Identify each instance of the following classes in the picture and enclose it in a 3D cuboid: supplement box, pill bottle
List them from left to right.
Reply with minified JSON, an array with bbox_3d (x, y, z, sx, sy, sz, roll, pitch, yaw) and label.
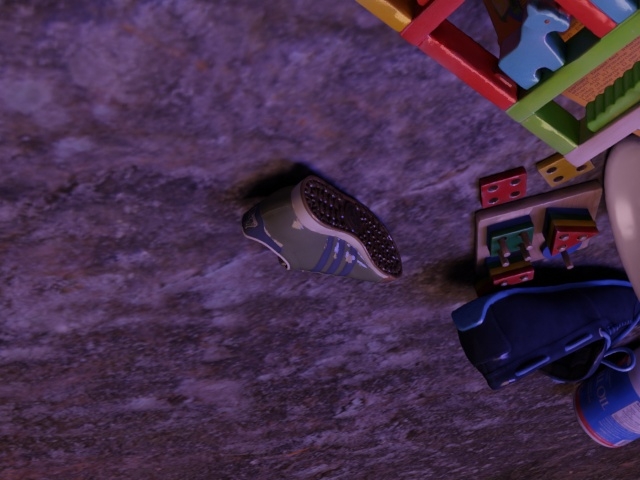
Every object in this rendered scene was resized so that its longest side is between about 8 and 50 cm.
[{"bbox_3d":[0.219,-0.144,0.644,0.233,0.078,0.080,12,141,-40],"label":"supplement box"},{"bbox_3d":[0.522,0.239,1.399,0.124,0.124,0.221,3,146,-28],"label":"pill bottle"}]

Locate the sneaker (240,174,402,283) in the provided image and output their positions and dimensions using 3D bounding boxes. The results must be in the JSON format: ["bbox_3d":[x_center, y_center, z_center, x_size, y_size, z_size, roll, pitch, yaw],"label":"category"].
[{"bbox_3d":[0.000,0.000,0.823,0.086,0.064,0.192,-19,151,25],"label":"sneaker"}]

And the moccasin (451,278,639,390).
[{"bbox_3d":[0.288,0.122,1.064,0.342,0.117,0.138,-3,160,-36],"label":"moccasin"}]

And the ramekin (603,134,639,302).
[{"bbox_3d":[0.390,0.009,0.798,0.135,0.277,0.277,-22,151,0],"label":"ramekin"}]

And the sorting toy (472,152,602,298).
[{"bbox_3d":[0.236,-0.001,0.933,0.132,0.046,0.274,-15,151,1],"label":"sorting toy"}]

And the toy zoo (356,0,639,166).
[{"bbox_3d":[0.114,-0.174,0.484,0.293,0.030,0.192,32,137,-19],"label":"toy zoo"}]
